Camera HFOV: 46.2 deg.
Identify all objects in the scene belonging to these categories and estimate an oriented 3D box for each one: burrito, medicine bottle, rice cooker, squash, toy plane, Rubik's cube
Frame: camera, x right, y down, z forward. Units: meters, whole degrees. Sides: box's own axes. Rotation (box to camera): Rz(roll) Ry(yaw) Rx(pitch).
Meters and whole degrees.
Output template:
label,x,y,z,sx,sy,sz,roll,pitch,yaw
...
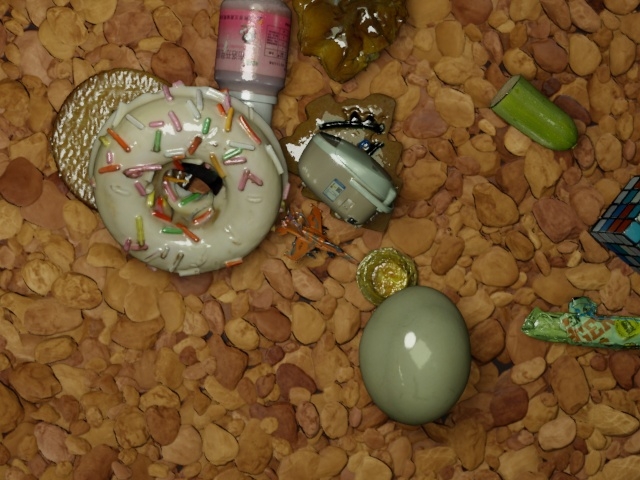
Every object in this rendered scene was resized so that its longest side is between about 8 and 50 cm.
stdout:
label,x,y,z,sx,sy,sz,roll,pitch,yaw
burrito,0.558,0.169,1.553,0.287,0.054,0.104,4,91,-3
medicine bottle,-0.134,-0.341,1.456,0.147,0.147,0.247,6,97,-3
rice cooker,0.050,-0.117,1.434,0.206,0.145,0.127,44,105,-8
squash,0.440,-0.247,1.520,0.188,0.095,0.095,38,90,-8
toy plane,-0.005,0.003,1.518,0.188,0.062,0.135,35,62,-21
Rubik's cube,0.668,-0.028,1.503,0.151,0.155,0.154,40,90,-5

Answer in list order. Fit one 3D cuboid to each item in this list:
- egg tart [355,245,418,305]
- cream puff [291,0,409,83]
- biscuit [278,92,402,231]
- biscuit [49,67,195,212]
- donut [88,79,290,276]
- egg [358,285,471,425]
label,x,y,z,sx,sy,sz,roll,pitch,yaw
egg tart,0.136,0.074,1.531,0.130,0.052,0.131,0,92,0
cream puff,0.055,-0.440,1.465,0.240,0.155,0.269,6,85,-8
biscuit,0.066,-0.155,1.523,0.278,0.043,0.302,-31,93,-1
biscuit,-0.387,-0.193,1.502,0.305,0.038,0.306,0,93,-3
donut,-0.241,-0.100,1.397,0.382,0.142,0.383,-3,119,-6
egg,0.183,0.222,1.455,0.219,0.219,0.270,-1,86,-3
